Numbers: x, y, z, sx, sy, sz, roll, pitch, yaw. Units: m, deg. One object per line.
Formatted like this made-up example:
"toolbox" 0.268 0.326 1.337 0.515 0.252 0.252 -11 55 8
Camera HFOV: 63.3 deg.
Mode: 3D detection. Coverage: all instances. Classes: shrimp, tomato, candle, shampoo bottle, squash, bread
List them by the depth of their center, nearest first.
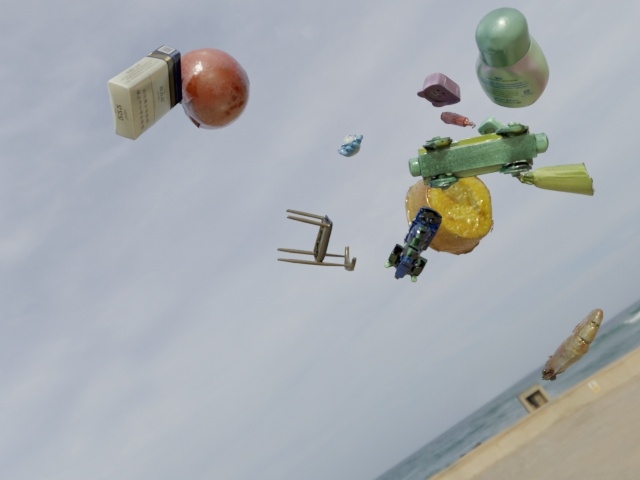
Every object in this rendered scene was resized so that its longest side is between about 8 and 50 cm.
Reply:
"shrimp" 0.709 0.302 1.472 0.154 0.062 0.294 -31 -27 -50
"shampoo bottle" 0.569 -0.554 1.576 0.350 0.222 0.151 34 -100 -55
"tomato" -0.356 -0.505 1.717 0.265 0.264 0.264 -28 -25 -14
"candle" 0.502 -0.433 1.889 0.053 0.162 0.048 -39 -53 -9
"squash" 0.931 -0.254 2.050 0.137 0.288 0.137 -19 -66 -51
"bread" 0.546 -0.136 2.213 0.399 0.397 0.215 -22 -12 -26

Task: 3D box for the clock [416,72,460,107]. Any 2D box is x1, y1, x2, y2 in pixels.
"clock" 0.417 -0.528 1.827 0.153 0.050 0.110 18 -18 -39

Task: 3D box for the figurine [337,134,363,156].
"figurine" 0.108 -0.355 1.964 0.114 0.079 0.114 -27 20 11

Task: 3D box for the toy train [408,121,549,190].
"toy train" 0.469 -0.257 1.577 0.398 0.160 0.253 -9 8 14

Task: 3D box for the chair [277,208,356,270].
"chair" 0.000 0.000 1.784 0.188 0.273 0.166 -117 40 -77

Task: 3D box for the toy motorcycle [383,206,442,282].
"toy motorcycle" 0.343 0.001 1.849 0.331 0.125 0.196 -55 -12 -40

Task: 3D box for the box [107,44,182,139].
"box" -0.477 -0.414 1.442 0.259 0.071 0.168 -64 -11 -46

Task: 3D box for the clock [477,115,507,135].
"clock" 0.707 -0.437 2.085 0.041 0.135 0.101 -59 8 -19
